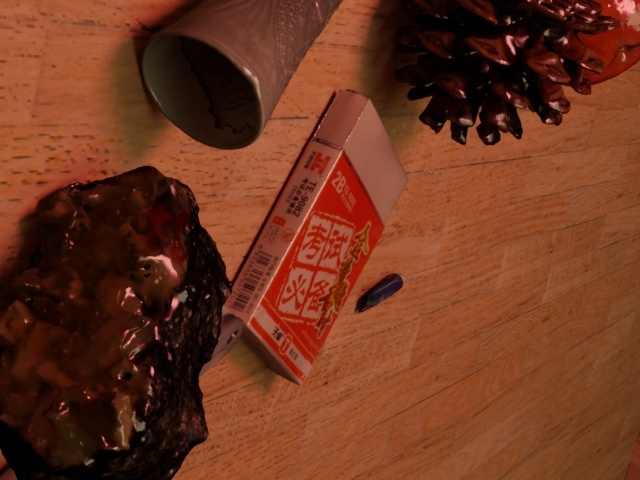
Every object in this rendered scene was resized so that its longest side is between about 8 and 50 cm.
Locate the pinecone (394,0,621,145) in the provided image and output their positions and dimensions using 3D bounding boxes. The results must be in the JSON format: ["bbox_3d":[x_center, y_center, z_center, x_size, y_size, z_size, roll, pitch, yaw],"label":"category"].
[{"bbox_3d":[0.161,-0.178,1.142,0.208,0.207,0.208,-44,144,-44],"label":"pinecone"}]

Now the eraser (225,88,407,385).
[{"bbox_3d":[0.000,0.000,1.117,0.230,0.038,0.157,-62,154,-15],"label":"eraser"}]

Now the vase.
[{"bbox_3d":[-0.028,-0.167,0.881,0.219,0.096,0.096,-54,151,-37],"label":"vase"}]

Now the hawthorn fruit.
[{"bbox_3d":[0.286,-0.249,1.359,0.173,0.173,0.173,-44,144,-44],"label":"hawthorn fruit"}]

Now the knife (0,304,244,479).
[{"bbox_3d":[-0.146,0.130,0.914,0.265,0.040,0.073,-42,154,-45],"label":"knife"}]

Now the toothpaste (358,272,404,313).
[{"bbox_3d":[0.065,0.053,1.311,0.083,0.019,0.027,-31,159,-52],"label":"toothpaste"}]

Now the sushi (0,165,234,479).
[{"bbox_3d":[-0.142,0.057,0.774,0.115,0.147,0.212,65,32,-49],"label":"sushi"}]
